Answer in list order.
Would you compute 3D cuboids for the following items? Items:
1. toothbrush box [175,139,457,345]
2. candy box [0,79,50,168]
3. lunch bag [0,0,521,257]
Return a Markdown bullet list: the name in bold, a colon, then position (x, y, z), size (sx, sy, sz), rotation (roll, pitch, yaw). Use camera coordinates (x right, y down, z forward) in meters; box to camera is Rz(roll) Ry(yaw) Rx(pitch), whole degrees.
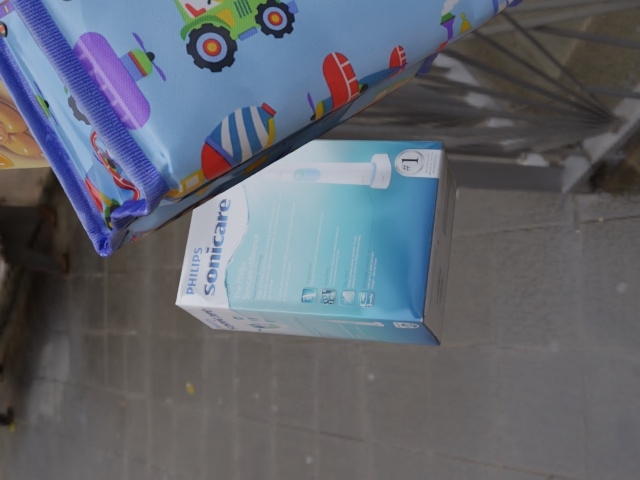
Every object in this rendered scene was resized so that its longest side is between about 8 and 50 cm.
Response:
- **toothbrush box**: position (0.000, 0.000, 1.167), size (0.296, 0.126, 0.216), rotation (2, 72, 16)
- **candy box**: position (-0.424, -0.158, 1.100), size (0.317, 0.183, 0.087), rotation (-1, 61, 23)
- **lunch bag**: position (-0.080, -0.178, 0.480), size (0.293, 0.221, 0.138), rotation (58, 157, -2)
